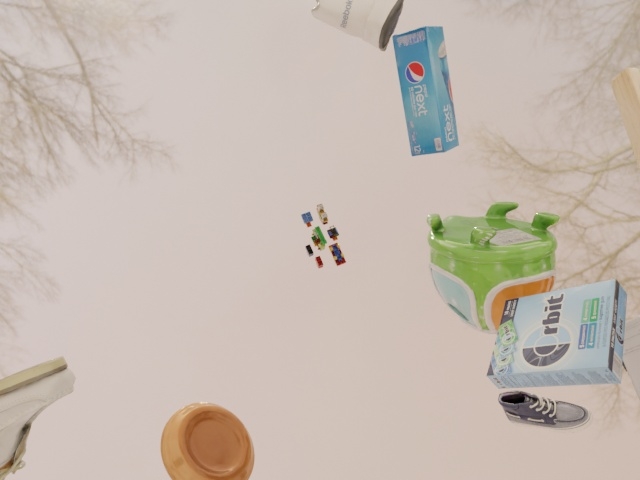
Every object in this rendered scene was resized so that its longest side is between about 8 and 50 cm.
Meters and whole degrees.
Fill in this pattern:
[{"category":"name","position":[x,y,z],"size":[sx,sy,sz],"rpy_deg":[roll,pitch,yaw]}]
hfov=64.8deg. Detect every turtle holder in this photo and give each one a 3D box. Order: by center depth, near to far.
[{"category":"turtle holder","position":[0.320,0.052,1.039],"size":[0.243,0.227,0.320],"rpy_deg":[-20,-159,-41]}]

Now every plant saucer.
[{"category":"plant saucer","position":[-0.215,0.407,1.000],"size":[0.200,0.037,0.200],"rpy_deg":[29,-151,-18]}]

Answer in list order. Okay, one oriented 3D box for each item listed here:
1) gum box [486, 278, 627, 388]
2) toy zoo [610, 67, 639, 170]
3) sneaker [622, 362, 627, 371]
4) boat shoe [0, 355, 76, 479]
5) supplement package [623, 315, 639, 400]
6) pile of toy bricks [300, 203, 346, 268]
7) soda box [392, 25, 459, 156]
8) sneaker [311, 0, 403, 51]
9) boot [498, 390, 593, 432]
[{"category":"gum box","position":[0.358,0.146,0.769],"size":[0.184,0.041,0.157],"rpy_deg":[-22,-150,47]},{"category":"toy zoo","position":[0.484,-0.098,0.567],"size":[0.293,0.030,0.192],"rpy_deg":[1,-111,-13]},{"category":"sneaker","position":[0.745,0.312,1.026],"size":[0.109,0.130,0.286],"rpy_deg":[-1,-130,-31]},{"category":"boat shoe","position":[-0.381,0.229,0.567],"size":[0.302,0.103,0.113],"rpy_deg":[-31,174,19]},{"category":"supplement package","position":[0.607,0.233,0.806],"size":[0.139,0.134,0.244],"rpy_deg":[-5,-115,-8]},{"category":"pile of toy bricks","position":[0.000,0.000,1.627],"size":[0.118,0.105,0.212],"rpy_deg":[-21,-106,-8]},{"category":"soda box","position":[0.187,-0.260,0.887],"size":[0.067,0.210,0.071],"rpy_deg":[0,-162,38]},{"category":"sneaker","position":[0.058,-0.396,0.769],"size":[0.129,0.111,0.297],"rpy_deg":[14,-141,-6]},{"category":"boot","position":[0.508,0.386,1.149],"size":[0.190,0.086,0.069],"rpy_deg":[-15,-144,36]}]
